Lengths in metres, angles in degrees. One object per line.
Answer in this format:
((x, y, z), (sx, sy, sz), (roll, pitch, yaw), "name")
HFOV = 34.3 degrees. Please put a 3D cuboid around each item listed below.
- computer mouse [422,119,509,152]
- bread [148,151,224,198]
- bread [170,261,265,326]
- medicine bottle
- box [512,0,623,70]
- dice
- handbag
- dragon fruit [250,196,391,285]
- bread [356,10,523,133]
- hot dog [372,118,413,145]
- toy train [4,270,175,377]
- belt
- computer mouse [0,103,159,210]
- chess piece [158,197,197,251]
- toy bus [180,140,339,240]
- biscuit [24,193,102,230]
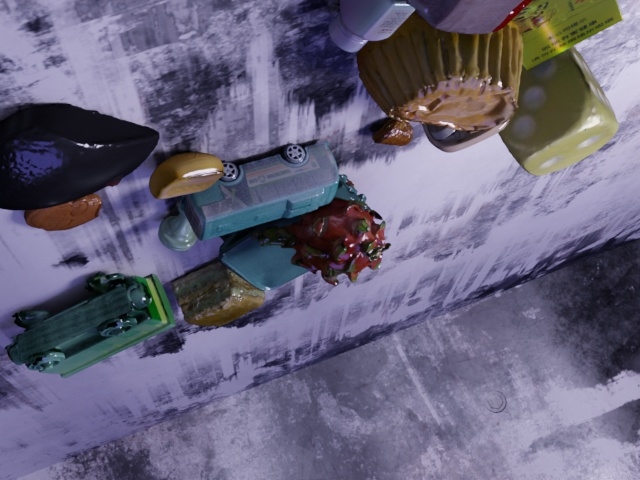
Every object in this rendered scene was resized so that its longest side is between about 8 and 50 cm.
((0.229, -0.210, 1.642), (0.145, 0.082, 0.236), (-23, -166, 15), "computer mouse")
((-0.204, -0.103, 1.557), (0.115, 0.056, 0.082), (-15, 166, -40), "bread")
((-0.203, 0.114, 2.139), (0.138, 0.102, 0.196), (-24, 164, 12), "bread")
((0.062, -0.290, 1.299), (0.055, 0.074, 0.118), (-9, 158, -39), "medicine bottle")
((0.342, -0.350, 1.528), (0.173, 0.043, 0.311), (-27, 162, 16), "box")
((0.394, -0.222, 1.772), (0.169, 0.166, 0.169), (-30, 162, 22), "dice")
((-0.049, -0.029, 1.915), (0.274, 0.100, 0.269), (-28, 155, 10), "handbag")
((0.001, 0.000, 1.768), (0.236, 0.135, 0.137), (-7, 147, 10), "dragon fruit")
((0.168, -0.237, 1.448), (0.240, 0.139, 0.240), (-3, 165, -1), "bread")
((0.123, -0.183, 1.767), (0.058, 0.035, 0.083), (-35, 159, 32), "hot dog")
((-0.434, 0.160, 1.950), (0.301, 0.120, 0.202), (-26, 165, 11), "toy train")
((0.190, -0.333, 1.245), (0.201, 0.128, 0.124), (-6, 156, -39), "belt")
((-0.333, -0.094, 1.366), (0.168, 0.087, 0.295), (-36, 161, 27), "computer mouse")
((-0.227, -0.035, 1.734), (0.067, 0.067, 0.103), (-10, 149, -35), "chess piece")
((-0.094, -0.083, 1.682), (0.262, 0.109, 0.091), (-18, 156, -20), "toy bus")
((-0.387, -0.042, 1.570), (0.102, 0.019, 0.130), (-29, 163, 22), "biscuit")
